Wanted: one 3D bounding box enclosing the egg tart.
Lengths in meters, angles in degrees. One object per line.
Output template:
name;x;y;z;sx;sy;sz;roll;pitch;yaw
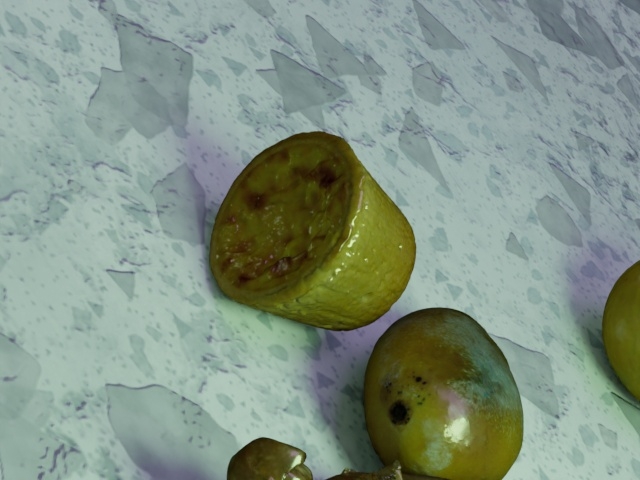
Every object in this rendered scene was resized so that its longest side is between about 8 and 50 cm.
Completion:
egg tart;0.000;0.000;1.683;0.147;0.202;0.203;33;33;-45

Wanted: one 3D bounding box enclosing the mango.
mango;0.140;0.160;1.703;0.193;0.146;0.316;56;25;-2

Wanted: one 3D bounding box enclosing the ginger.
ginger;0.022;0.251;1.479;0.309;0.133;0.107;18;26;-48

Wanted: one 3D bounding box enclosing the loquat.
loquat;0.476;0.117;2.057;0.244;0.244;0.244;30;36;-25
